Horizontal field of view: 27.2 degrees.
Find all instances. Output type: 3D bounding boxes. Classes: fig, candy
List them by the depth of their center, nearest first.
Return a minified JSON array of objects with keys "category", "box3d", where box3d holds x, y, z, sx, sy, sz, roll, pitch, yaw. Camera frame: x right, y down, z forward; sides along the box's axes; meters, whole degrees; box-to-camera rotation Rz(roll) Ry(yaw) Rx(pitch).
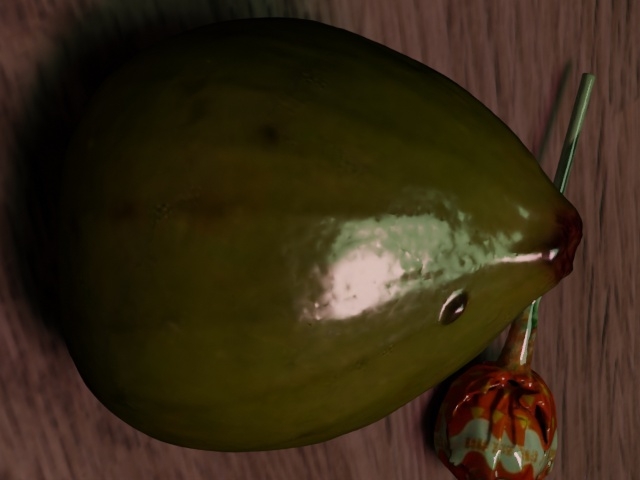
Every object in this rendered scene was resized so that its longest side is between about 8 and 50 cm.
[{"category":"fig","box3d":[0.000,0.000,0.596,0.203,0.225,0.203,4,90,-66]},{"category":"candy","box3d":[0.139,0.031,0.870,0.084,0.078,0.288,-1,105,-64]}]
